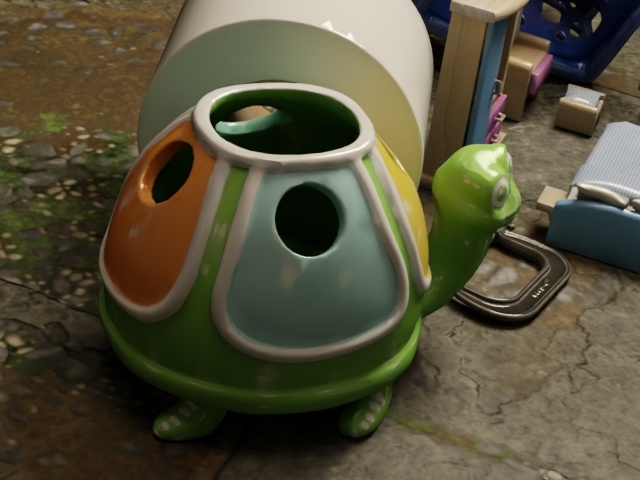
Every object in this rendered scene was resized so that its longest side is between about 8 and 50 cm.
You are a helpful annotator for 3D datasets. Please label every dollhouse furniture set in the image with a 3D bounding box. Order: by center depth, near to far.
[{"bbox_3d":[0.287,-0.139,1.624,0.303,0.198,0.286,19,34,15],"label":"dollhouse furniture set"}]

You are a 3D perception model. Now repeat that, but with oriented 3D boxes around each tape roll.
[{"bbox_3d":[-0.026,-0.118,1.473,0.246,0.246,0.169,10,33,1],"label":"tape roll"}]

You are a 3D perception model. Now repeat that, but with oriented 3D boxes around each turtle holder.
[{"bbox_3d":[-0.007,0.009,1.295,0.320,0.227,0.243,9,32,0],"label":"turtle holder"}]

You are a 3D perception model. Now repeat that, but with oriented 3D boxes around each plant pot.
[{"bbox_3d":[0.243,-0.343,1.821,0.236,0.236,0.212,17,46,-15],"label":"plant pot"}]

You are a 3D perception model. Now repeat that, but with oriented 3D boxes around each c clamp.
[{"bbox_3d":[0.153,0.020,1.513,0.137,0.022,0.161,24,34,14],"label":"c clamp"}]

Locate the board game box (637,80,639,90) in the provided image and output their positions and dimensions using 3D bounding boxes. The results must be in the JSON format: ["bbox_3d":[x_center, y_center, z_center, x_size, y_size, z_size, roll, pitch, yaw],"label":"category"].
[{"bbox_3d":[0.507,-0.130,1.745,0.317,0.046,0.213,22,17,20],"label":"board game box"}]
